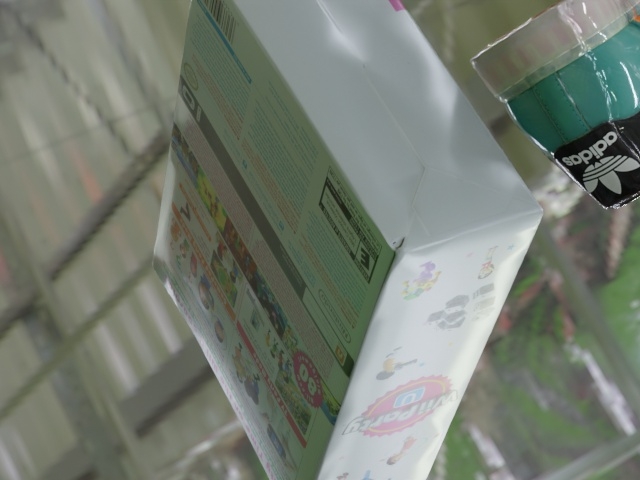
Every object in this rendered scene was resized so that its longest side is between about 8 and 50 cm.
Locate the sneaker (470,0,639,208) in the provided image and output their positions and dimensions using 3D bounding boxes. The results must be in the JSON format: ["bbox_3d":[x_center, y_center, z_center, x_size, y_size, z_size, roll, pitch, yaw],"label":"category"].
[{"bbox_3d":[0.182,-0.094,1.151,0.108,0.302,0.121,-30,-89,30],"label":"sneaker"}]

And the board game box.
[{"bbox_3d":[0.000,0.000,1.153,0.224,0.097,0.303,60,-26,27],"label":"board game box"}]
